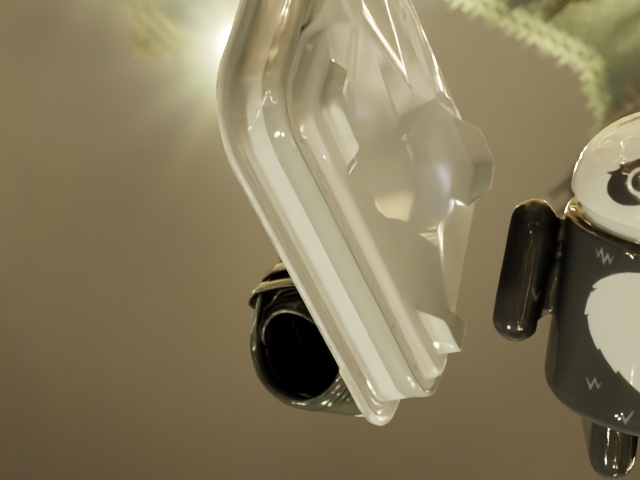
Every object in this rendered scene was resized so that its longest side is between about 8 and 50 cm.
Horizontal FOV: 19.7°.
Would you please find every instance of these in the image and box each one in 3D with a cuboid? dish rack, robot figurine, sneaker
[{"bbox_3d":[0.041,-0.067,1.289,0.286,0.072,0.333,-75,-32,-42],"label":"dish rack"},{"bbox_3d":[0.258,0.041,1.369,0.209,0.278,0.173,-10,-154,-36],"label":"robot figurine"},{"bbox_3d":[0.000,0.000,1.451,0.147,0.104,0.296,-8,-89,-69],"label":"sneaker"}]
